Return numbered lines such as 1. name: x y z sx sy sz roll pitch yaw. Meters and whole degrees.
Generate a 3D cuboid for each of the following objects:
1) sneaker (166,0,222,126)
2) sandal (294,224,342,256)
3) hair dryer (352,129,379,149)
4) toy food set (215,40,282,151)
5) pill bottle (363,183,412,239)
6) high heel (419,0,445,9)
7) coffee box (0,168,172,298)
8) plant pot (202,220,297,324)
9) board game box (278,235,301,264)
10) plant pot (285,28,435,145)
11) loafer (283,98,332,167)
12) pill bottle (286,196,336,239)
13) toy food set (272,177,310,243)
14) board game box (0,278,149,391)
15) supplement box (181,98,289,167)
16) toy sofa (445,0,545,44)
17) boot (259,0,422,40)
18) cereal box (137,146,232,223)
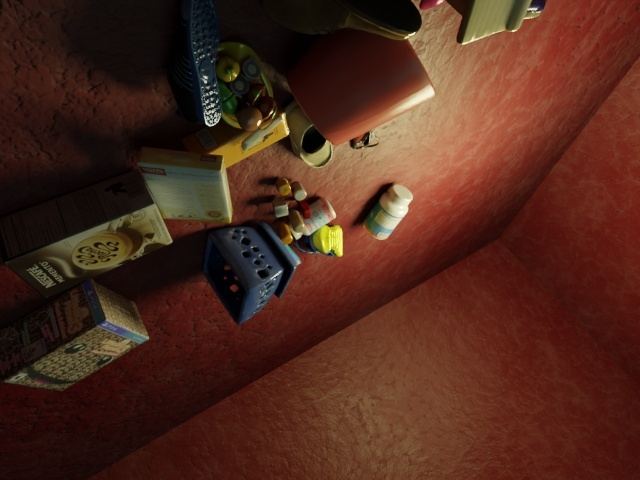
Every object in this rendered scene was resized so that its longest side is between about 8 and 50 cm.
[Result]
1. sneaker: -0.239 -0.328 0.763 0.081 0.090 0.232 -45 147 -52
2. sandal: 0.000 0.000 1.611 0.138 0.126 0.317 -5 171 20
3. hair dryer: 0.132 -0.337 1.197 0.293 0.080 0.223 -2 140 -49
4. toy food set: -0.149 -0.290 0.856 0.128 0.071 0.218 -35 131 -7
5. pill bottle: 0.278 -0.118 1.707 0.124 0.124 0.221 -11 145 -41
6. high heel: 0.341 -0.626 0.989 0.244 0.082 0.117 -42 -170 -18
7. coffee box: -0.507 -0.016 0.926 0.297 0.119 0.168 -26 154 -18
8. plant pot: -0.220 0.089 1.337 0.212 0.236 0.236 -24 156 -34
9. board game box: -0.173 0.077 1.582 0.160 0.047 0.210 -33 155 -2
10. plant pot: 0.075 -0.356 0.914 0.243 0.275 0.275 -32 157 17
11. loafer: -0.025 -0.262 1.119 0.102 0.092 0.268 -36 155 3
12. pill bottle: -0.034 -0.073 1.444 0.160 0.087 0.087 -34 155 -4
13. toy food set: -0.099 -0.112 1.328 0.111 0.104 0.232 -15 132 -11
14. board game box: -0.690 0.273 1.181 0.291 0.141 0.232 -32 155 -7
15. supplement box: -0.193 -0.241 0.972 0.233 0.080 0.078 -29 155 -10
16. toy sofa: 0.221 -0.505 0.688 0.177 0.362 0.150 -22 152 -12
17. boot: 0.029 -0.416 0.743 0.115 0.305 0.112 112 3 -60
18. cereal box: -0.300 -0.118 0.966 0.173 0.047 0.240 5 153 -5
